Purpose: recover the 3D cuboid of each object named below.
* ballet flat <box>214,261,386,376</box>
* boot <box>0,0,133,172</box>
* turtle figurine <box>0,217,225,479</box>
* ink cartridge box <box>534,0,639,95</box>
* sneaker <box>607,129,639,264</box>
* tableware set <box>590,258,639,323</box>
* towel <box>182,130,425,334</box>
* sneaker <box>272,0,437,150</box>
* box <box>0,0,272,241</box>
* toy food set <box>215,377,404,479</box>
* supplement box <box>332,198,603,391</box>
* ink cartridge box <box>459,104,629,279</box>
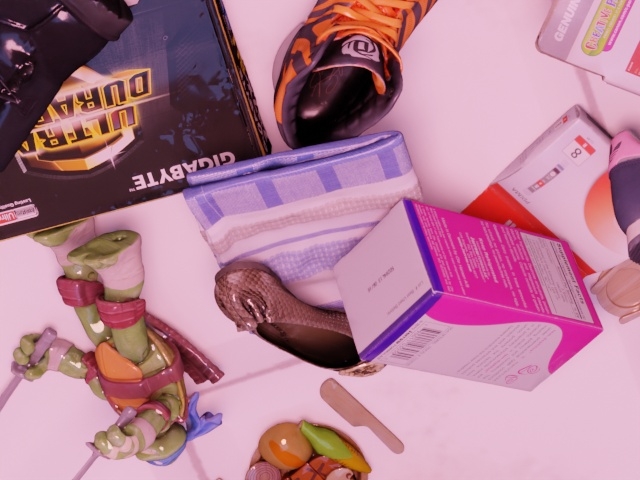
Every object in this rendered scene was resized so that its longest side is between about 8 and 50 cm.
[{"bbox_3d":[-0.014,0.090,1.828,0.084,0.058,0.250,-26,145,24],"label":"ballet flat"},{"bbox_3d":[-0.314,-0.193,1.653,0.246,0.094,0.207,40,105,-22],"label":"boot"},{"bbox_3d":[-0.235,0.125,1.827,0.274,0.198,0.266,-9,113,0],"label":"turtle figurine"},{"bbox_3d":[0.361,-0.271,1.678,0.271,0.130,0.309,20,113,-9],"label":"ink cartridge box"},{"bbox_3d":[0.417,-0.066,1.785,0.319,0.131,0.112,-6,154,-21],"label":"sneaker"},{"bbox_3d":[0.361,0.062,1.892,0.141,0.020,0.169,-33,110,14],"label":"tableware set"},{"bbox_3d":[0.000,0.000,1.776,0.209,0.034,0.285,-12,149,5],"label":"towel"},{"bbox_3d":[0.059,-0.206,1.681,0.124,0.180,0.321,23,113,-10],"label":"sneaker"},{"bbox_3d":[-0.234,-0.148,1.767,0.322,0.079,0.257,-14,112,7],"label":"box"},{"bbox_3d":[-0.016,0.243,1.965,0.132,0.038,0.192,41,108,-17],"label":"toy food set"},{"bbox_3d":[0.138,0.055,1.778,0.220,0.114,0.111,15,134,-37],"label":"supplement box"},{"bbox_3d":[0.232,-0.021,1.842,0.145,0.045,0.179,41,106,-16],"label":"ink cartridge box"}]
